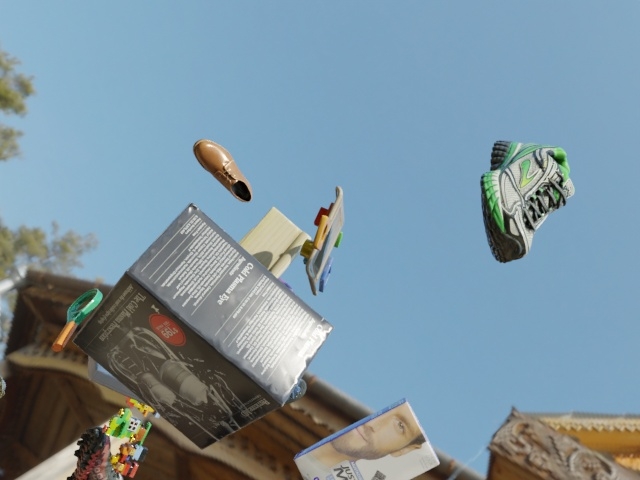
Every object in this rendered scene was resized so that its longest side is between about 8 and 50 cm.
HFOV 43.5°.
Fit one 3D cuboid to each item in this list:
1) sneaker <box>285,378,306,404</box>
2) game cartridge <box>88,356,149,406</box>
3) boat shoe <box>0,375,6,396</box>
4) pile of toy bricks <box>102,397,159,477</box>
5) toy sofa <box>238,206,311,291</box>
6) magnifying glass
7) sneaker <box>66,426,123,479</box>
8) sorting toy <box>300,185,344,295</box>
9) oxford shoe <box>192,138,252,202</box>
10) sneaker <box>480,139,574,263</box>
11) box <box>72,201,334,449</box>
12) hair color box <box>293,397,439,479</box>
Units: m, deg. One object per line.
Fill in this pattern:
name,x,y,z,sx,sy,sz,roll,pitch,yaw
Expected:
sneaker,-0.143,0.419,2.230,0.081,0.211,0.080,-164,-113,-69
game cartridge,-0.427,0.244,1.862,0.196,0.294,0.060,32,-61,-17
boat shoe,-0.609,0.269,1.472,0.170,0.059,0.063,-2,-84,61
pile of toy bricks,-0.463,0.448,1.897,0.118,0.105,0.212,18,-97,62
toy sofa,-0.125,0.053,1.961,0.177,0.150,0.362,41,-15,-5
magnifying glass,-0.597,0.191,1.952,0.092,0.231,0.026,-25,-64,19
sneaker,-0.562,0.579,2.043,0.276,0.135,0.097,-67,-151,28
sorting toy,0.000,0.000,1.642,0.047,0.196,0.347,18,-15,8
oxford shoe,-0.244,-0.180,2.074,0.212,0.076,0.076,45,2,-29
sneaker,0.363,-0.085,1.401,0.146,0.343,0.134,-2,-56,23
box,-0.208,0.159,1.356,0.312,0.179,0.343,41,-38,-7
hair color box,0.122,0.577,2.121,0.185,0.339,0.110,62,0,7
